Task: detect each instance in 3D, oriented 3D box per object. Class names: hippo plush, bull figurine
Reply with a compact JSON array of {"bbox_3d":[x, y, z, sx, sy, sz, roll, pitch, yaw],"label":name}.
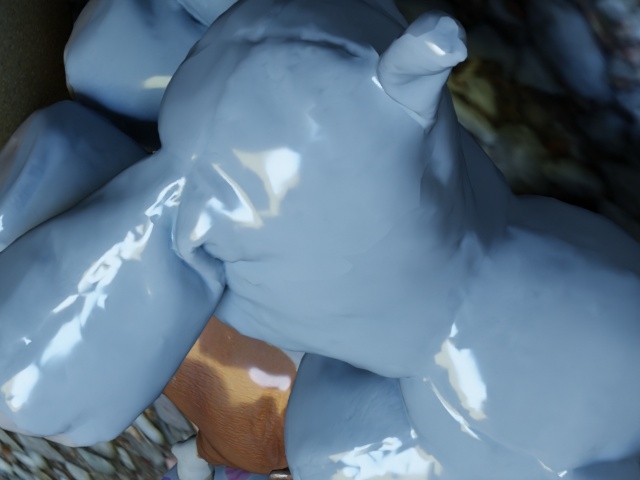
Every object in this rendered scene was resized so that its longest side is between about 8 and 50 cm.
[{"bbox_3d":[0.032,-0.012,0.689,0.236,0.234,0.294,35,131,-26],"label":"hippo plush"},{"bbox_3d":[-0.054,0.054,0.931,0.310,0.101,0.188,50,153,8],"label":"bull figurine"}]

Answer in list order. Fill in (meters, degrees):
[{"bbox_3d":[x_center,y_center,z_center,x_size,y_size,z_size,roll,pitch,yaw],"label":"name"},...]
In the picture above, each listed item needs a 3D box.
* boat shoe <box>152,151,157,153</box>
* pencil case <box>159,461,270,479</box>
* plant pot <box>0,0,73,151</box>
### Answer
[{"bbox_3d":[0.000,0.000,0.827,0.190,0.068,0.072,28,132,24],"label":"boat shoe"},{"bbox_3d":[0.018,0.187,1.023,0.273,0.114,0.124,5,172,46],"label":"pencil case"},{"bbox_3d":[-0.200,-0.062,0.793,0.237,0.237,0.254,12,131,41],"label":"plant pot"}]
